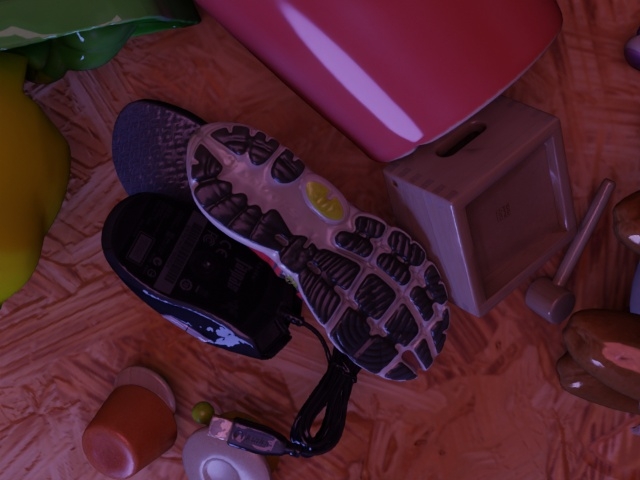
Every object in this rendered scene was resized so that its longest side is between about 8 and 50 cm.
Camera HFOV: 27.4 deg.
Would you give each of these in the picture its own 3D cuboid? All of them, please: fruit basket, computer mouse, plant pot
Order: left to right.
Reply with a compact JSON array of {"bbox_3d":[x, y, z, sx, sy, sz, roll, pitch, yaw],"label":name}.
[{"bbox_3d":[-0.286,-0.124,1.060,0.392,0.283,0.392,1,98,4],"label":"fruit basket"},{"bbox_3d":[-0.083,0.082,1.114,0.262,0.060,0.184,25,60,-11],"label":"computer mouse"},{"bbox_3d":[0.048,-0.215,1.047,0.275,0.275,0.243,-38,102,7],"label":"plant pot"}]

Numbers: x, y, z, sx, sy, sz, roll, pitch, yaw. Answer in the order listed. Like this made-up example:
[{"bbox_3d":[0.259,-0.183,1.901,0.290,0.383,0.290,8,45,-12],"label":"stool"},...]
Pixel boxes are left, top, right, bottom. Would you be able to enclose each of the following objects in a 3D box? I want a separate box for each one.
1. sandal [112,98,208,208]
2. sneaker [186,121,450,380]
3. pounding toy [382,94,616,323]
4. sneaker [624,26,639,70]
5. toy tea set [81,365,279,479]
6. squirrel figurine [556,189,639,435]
[{"bbox_3d":[-0.078,-0.035,1.176,0.254,0.054,0.097,35,105,-10],"label":"sandal"},{"bbox_3d":[0.000,0.000,1.095,0.107,0.118,0.279,-44,104,-2],"label":"sneaker"},{"bbox_3d":[0.161,-0.019,1.125,0.181,0.094,0.206,-38,133,-23],"label":"pounding toy"},{"bbox_3d":[0.382,-0.164,1.103,0.236,0.095,0.105,19,90,3],"label":"sneaker"},{"bbox_3d":[-0.057,0.235,1.188,0.200,0.124,0.336,-34,97,37],"label":"toy tea set"},{"bbox_3d":[0.390,0.086,0.985,0.397,0.370,0.281,26,98,0],"label":"squirrel figurine"}]
